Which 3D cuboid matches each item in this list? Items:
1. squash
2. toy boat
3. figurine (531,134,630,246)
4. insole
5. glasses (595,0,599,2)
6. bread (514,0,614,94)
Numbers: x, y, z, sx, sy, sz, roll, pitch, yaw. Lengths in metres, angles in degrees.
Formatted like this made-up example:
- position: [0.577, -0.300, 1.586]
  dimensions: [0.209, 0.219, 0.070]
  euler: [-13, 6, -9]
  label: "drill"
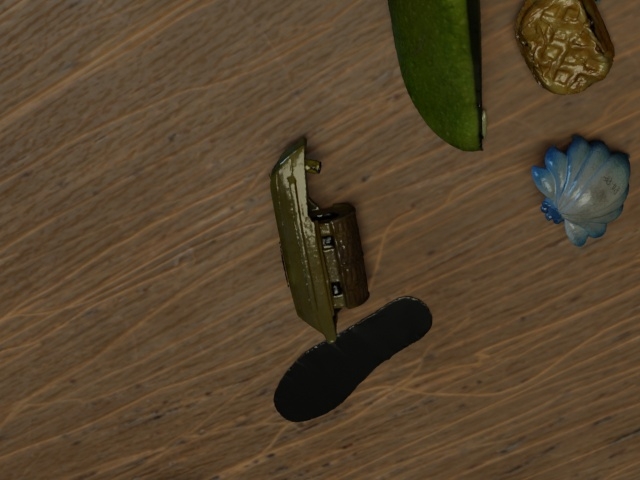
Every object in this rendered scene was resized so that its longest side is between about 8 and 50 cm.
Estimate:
- position: [0.115, -0.219, 1.001]
  dimensions: [0.093, 0.169, 0.252]
  euler: [-2, 148, 10]
  label: "squash"
- position: [0.000, 0.000, 1.093]
  dimensions: [0.088, 0.068, 0.226]
  euler: [-8, 111, 4]
  label: "toy boat"
- position: [0.275, -0.059, 1.038]
  dimensions: [0.114, 0.079, 0.114]
  euler: [1, 86, -18]
  label: "figurine"
- position: [0.033, 0.139, 1.186]
  dimensions: [0.232, 0.003, 0.080]
  euler: [-39, 106, 20]
  label: "insole"
- position: [0.323, -0.325, 0.922]
  dimensions: [0.190, 0.088, 0.220]
  euler: [4, 135, 3]
  label: "glasses"
- position: [0.236, -0.194, 0.986]
  dimensions: [0.083, 0.044, 0.110]
  euler: [-24, 113, 17]
  label: "bread"
